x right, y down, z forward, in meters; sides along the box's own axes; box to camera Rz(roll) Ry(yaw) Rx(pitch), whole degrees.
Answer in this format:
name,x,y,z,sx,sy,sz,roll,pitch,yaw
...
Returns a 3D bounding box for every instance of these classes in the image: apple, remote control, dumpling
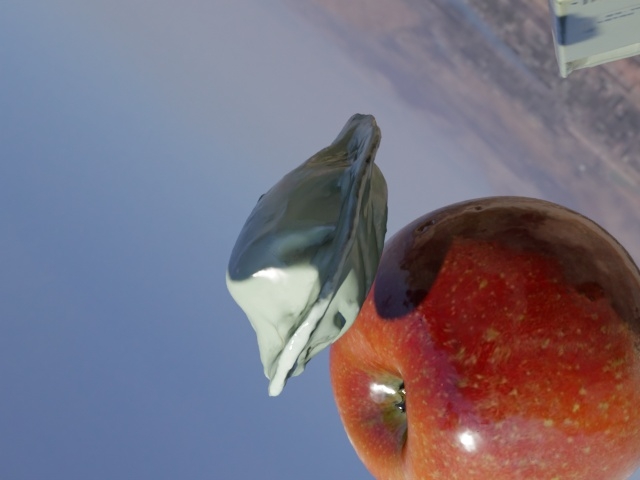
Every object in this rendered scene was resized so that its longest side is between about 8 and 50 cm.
name,x,y,z,sx,sy,sz,roll,pitch,yaw
apple,0.175,0.126,1.401,0.348,0.277,0.348,42,139,51
remote control,0.230,-0.175,1.026,0.285,0.123,0.038,17,-121,-77
dumpling,-0.013,0.000,0.986,0.108,0.219,0.152,7,157,14
